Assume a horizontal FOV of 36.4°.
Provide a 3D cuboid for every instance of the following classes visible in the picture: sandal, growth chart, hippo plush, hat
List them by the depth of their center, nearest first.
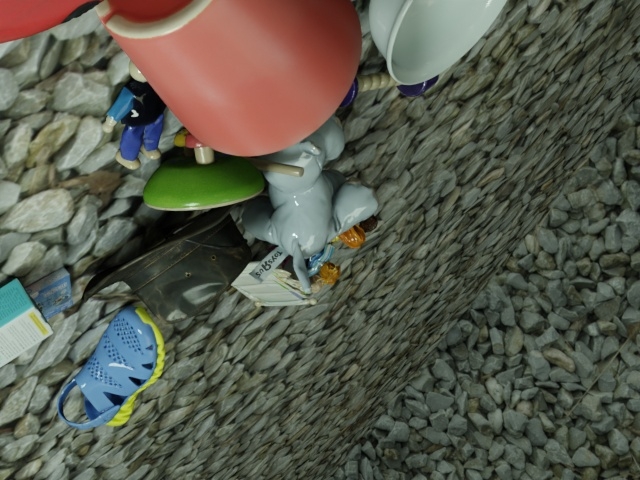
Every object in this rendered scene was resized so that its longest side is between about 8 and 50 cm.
[{"bbox_3d":[-0.209,0.045,1.542,0.331,0.134,0.331,-30,-172,5],"label":"hat"},{"bbox_3d":[-0.059,-0.105,1.674,0.294,0.234,0.237,-46,133,-39],"label":"hippo plush"},{"bbox_3d":[-0.385,0.247,1.773,0.138,0.126,0.317,-13,142,-46],"label":"sandal"},{"bbox_3d":[-0.103,0.089,1.926,0.237,0.172,0.021,45,48,-56],"label":"growth chart"}]

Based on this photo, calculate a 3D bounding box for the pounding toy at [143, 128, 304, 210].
[{"bbox_3d":[-0.163,-0.128,1.471,0.237,0.183,0.110,-26,116,-49],"label":"pounding toy"}]

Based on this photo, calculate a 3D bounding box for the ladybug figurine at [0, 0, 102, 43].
[{"bbox_3d":[-0.252,-0.330,0.905,0.449,0.162,0.305,-39,157,-14],"label":"ladybug figurine"}]

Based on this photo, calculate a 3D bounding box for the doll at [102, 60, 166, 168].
[{"bbox_3d":[-0.248,-0.178,1.342,0.129,0.046,0.189,-31,155,-33],"label":"doll"}]

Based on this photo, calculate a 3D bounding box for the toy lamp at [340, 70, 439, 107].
[{"bbox_3d":[0.118,-0.288,1.753,0.274,0.080,0.080,-18,146,-45],"label":"toy lamp"}]

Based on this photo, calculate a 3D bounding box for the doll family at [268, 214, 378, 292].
[{"bbox_3d":[0.000,0.000,1.942,0.263,0.163,0.118,-49,158,12],"label":"doll family"}]

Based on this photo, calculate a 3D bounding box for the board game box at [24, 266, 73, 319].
[{"bbox_3d":[-0.436,0.094,1.536,0.090,0.020,0.090,-32,154,-28],"label":"board game box"}]

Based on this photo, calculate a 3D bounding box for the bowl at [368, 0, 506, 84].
[{"bbox_3d":[0.175,-0.407,1.559,0.298,0.134,0.298,-36,156,-19],"label":"bowl"}]

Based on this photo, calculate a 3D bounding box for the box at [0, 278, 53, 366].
[{"bbox_3d":[-0.522,0.162,1.424,0.244,0.060,0.100,-33,154,-14],"label":"box"}]

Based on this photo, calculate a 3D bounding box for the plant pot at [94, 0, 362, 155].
[{"bbox_3d":[-0.122,-0.266,1.153,0.275,0.275,0.243,-46,149,5],"label":"plant pot"}]
